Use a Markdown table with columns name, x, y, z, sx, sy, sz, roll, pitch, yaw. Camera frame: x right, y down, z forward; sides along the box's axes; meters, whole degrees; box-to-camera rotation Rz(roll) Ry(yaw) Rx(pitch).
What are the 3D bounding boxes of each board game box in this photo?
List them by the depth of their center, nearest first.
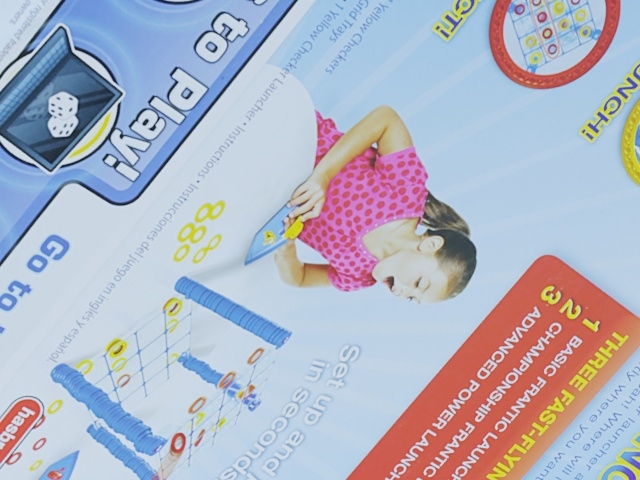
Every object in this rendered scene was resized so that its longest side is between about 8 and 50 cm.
| name | x | y | z | sx | sy | sz | roll | pitch | yaw |
| --- | --- | --- | --- | --- | --- | --- | --- | --- | --- |
| board game box | 0.000 | 0.000 | 0.518 | 0.302 | 0.086 | 0.308 | 34 | 101 | -33 |
